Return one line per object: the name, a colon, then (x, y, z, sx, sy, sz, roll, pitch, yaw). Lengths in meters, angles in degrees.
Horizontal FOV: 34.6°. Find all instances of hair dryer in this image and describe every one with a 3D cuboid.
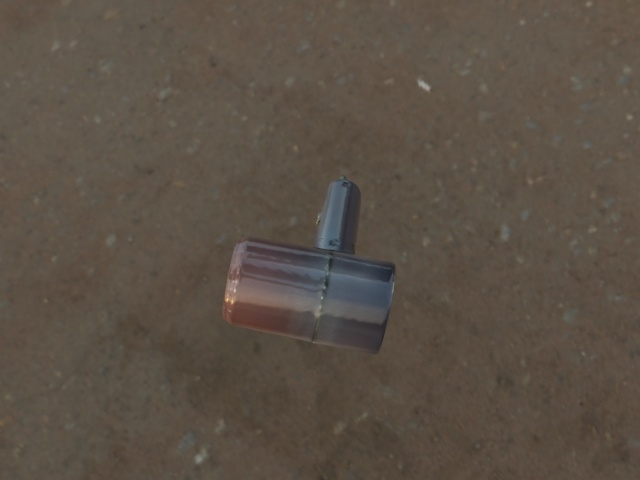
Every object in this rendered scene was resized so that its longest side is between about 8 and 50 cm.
hair dryer: (0.000, 0.000, 0.434, 0.063, 0.037, 0.114, 11, 33, 1)
